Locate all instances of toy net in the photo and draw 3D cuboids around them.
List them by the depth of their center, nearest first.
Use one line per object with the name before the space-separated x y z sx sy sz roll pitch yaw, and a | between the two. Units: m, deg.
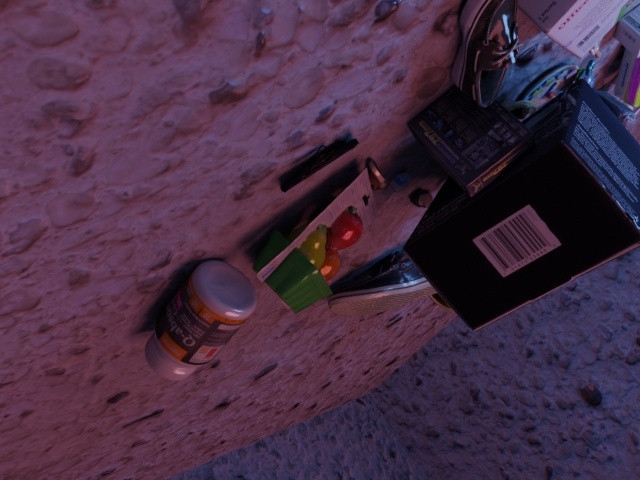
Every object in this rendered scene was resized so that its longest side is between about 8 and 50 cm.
toy net | 0.706 -0.474 1.816 0.122 0.045 0.232 -47 147 -27

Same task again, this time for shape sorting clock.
shape sorting clock | 0.633 -0.411 1.906 0.206 0.040 0.206 -31 158 -14

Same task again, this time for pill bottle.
pill bottle | -0.280 0.188 1.560 0.162 0.162 0.278 -6 143 -54

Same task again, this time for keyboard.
keyboard | -0.005 -0.169 1.440 0.192 0.038 0.100 -34 -178 -9

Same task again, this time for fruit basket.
fruit basket | 0.000 0.000 1.679 0.353 0.165 0.327 -51 161 -7

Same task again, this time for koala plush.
koala plush | 0.770 -0.333 2.030 0.196 0.203 0.221 9 124 -15

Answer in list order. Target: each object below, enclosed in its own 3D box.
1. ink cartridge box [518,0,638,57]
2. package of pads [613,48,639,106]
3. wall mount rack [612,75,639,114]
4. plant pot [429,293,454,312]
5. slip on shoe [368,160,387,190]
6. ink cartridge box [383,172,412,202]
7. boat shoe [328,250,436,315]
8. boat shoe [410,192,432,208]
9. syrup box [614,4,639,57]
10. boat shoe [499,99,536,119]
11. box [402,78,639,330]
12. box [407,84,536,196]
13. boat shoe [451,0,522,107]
ink cartridge box | 0.551 -0.518 1.440 0.201 0.117 0.278 -48 157 26
package of pads | 1.045 -0.560 2.085 0.296 0.101 0.229 -29 140 -17
wall mount rack | 0.900 -0.385 2.281 0.350 0.130 0.304 -28 154 -21
plant pot | 0.517 0.119 2.554 0.291 0.291 0.203 -38 175 3
slip on shoe | 0.128 -0.153 1.651 0.041 0.051 0.135 -27 166 7
ink cartridge box | 0.201 -0.140 1.812 0.048 0.028 0.083 -15 150 -44
boat shoe | 0.245 0.130 2.296 0.500 0.156 0.187 -16 158 -19
boat shoe | 0.297 -0.116 2.003 0.125 0.038 0.046 -4 101 -64
syrup box | 0.933 -0.620 1.864 0.237 0.093 0.096 -37 159 2
boat shoe | 0.533 -0.347 1.838 0.135 0.045 0.050 -6 146 -30
box | 0.525 -0.095 1.720 0.480 0.297 0.472 -37 -174 36
box | 0.333 -0.237 1.528 0.183 0.233 0.059 -39 147 4
boat shoe | 0.352 -0.398 1.377 0.121 0.119 0.335 -33 159 -9
